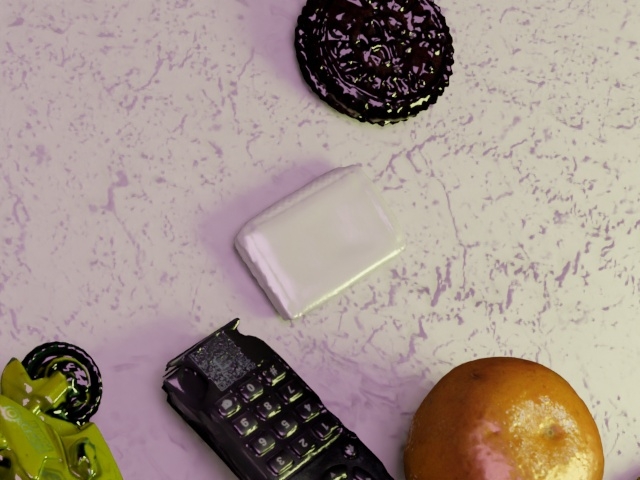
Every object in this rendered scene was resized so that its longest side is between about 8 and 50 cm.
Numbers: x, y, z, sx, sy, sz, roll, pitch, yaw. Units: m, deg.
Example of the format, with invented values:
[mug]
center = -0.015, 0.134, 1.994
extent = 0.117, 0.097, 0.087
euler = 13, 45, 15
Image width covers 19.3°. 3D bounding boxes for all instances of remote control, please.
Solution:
[remote control]
center = -0.001, 0.258, 1.943
extent = 0.144, 0.062, 0.399
euler = -34, 73, -36

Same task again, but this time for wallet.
[wallet]
center = 0.000, 0.000, 2.086
extent = 0.183, 0.032, 0.124
euler = -33, 88, -28

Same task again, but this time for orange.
[orange]
center = 0.195, 0.235, 2.019
extent = 0.224, 0.170, 0.224
euler = 13, 62, -26

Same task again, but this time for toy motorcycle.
[toy motorcycle]
center = -0.263, 0.273, 1.839
extent = 0.206, 0.142, 0.342
euler = -17, 80, -24

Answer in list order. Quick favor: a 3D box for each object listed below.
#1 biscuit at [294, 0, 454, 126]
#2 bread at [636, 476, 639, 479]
[biscuit]
center = 0.063, -0.224, 2.165
extent = 0.194, 0.053, 0.195
euler = 6, 73, -20
[bread]
center = 0.357, 0.315, 2.112
extent = 0.367, 0.084, 0.077
euler = -24, 124, -28
